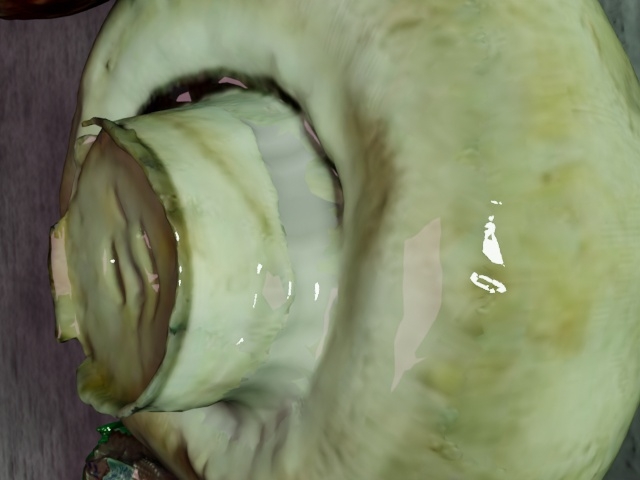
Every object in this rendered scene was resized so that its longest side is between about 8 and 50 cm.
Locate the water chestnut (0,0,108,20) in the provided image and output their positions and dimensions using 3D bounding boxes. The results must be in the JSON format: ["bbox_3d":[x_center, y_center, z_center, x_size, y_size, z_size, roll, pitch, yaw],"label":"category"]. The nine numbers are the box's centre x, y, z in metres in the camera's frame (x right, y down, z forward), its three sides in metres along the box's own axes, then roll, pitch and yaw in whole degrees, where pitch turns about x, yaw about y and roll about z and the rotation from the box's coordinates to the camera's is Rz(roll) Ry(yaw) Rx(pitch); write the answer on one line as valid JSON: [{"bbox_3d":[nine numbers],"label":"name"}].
[{"bbox_3d":[-0.141,-0.232,0.469,0.289,0.244,0.289,-35,41,38],"label":"water chestnut"}]

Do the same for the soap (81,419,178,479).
[{"bbox_3d":[-0.105,0.266,0.744,0.217,0.098,0.273,16,101,44],"label":"soap"}]

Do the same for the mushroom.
[{"bbox_3d":[0.000,0.000,0.527,0.352,0.260,0.352,4,96,51],"label":"mushroom"}]
